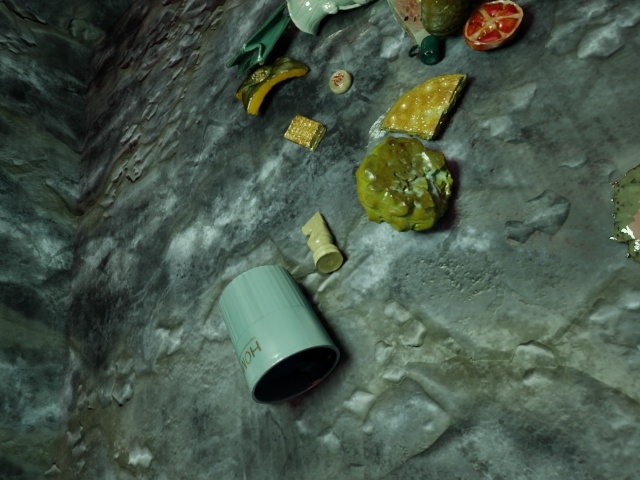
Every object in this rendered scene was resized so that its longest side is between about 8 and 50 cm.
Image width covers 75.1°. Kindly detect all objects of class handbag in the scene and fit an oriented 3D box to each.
[{"bbox_3d":[-0.237,-0.783,1.668,0.274,0.100,0.269,-54,25,-15],"label":"handbag"}]

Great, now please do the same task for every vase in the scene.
[{"bbox_3d":[0.080,-0.928,1.474,0.445,0.250,0.250,-24,61,32],"label":"vase"}]

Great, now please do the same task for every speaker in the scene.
[{"bbox_3d":[0.317,-0.580,1.265,0.094,0.060,0.075,5,73,4],"label":"speaker"}]

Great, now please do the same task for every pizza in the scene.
[{"bbox_3d":[0.307,-0.371,1.215,0.292,0.058,0.197,-31,60,26],"label":"pizza"}]

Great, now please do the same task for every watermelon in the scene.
[{"bbox_3d":[0.308,-0.719,1.329,0.154,0.094,0.241,-16,67,21],"label":"watermelon"}]

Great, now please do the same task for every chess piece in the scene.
[{"bbox_3d":[0.000,0.000,1.305,0.090,0.090,0.200,-40,44,18],"label":"chess piece"},{"bbox_3d":[0.071,-0.557,1.464,0.083,0.038,0.084,-14,64,32],"label":"chess piece"}]

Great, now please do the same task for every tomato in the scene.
[{"bbox_3d":[0.480,-0.584,1.154,0.155,0.069,0.155,-10,66,23],"label":"tomato"}]

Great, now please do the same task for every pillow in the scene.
[{"bbox_3d":[0.650,-0.058,0.858,0.093,0.051,0.241,2,76,31],"label":"pillow"}]

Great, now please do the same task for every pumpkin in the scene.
[{"bbox_3d":[0.334,-0.694,1.162,0.162,0.219,0.219,4,76,20],"label":"pumpkin"},{"bbox_3d":[-0.217,-0.644,1.669,0.290,0.095,0.258,-40,43,7],"label":"pumpkin"}]

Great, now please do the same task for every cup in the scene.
[{"bbox_3d":[-0.126,0.277,1.217,0.257,0.331,0.311,-25,52,-12],"label":"cup"}]

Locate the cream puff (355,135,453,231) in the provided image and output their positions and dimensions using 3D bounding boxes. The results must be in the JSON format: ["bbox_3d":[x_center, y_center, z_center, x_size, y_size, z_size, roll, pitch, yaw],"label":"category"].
[{"bbox_3d":[0.224,-0.140,1.136,0.282,0.185,0.282,3,61,-5],"label":"cream puff"}]

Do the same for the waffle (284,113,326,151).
[{"bbox_3d":[-0.056,-0.387,1.494,0.148,0.042,0.102,33,96,39],"label":"waffle"}]
